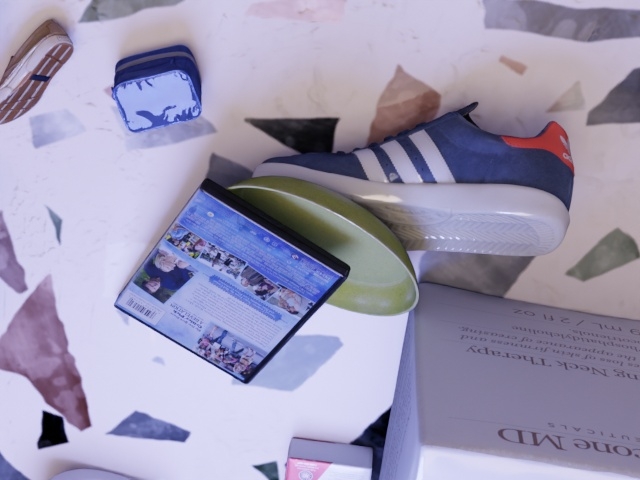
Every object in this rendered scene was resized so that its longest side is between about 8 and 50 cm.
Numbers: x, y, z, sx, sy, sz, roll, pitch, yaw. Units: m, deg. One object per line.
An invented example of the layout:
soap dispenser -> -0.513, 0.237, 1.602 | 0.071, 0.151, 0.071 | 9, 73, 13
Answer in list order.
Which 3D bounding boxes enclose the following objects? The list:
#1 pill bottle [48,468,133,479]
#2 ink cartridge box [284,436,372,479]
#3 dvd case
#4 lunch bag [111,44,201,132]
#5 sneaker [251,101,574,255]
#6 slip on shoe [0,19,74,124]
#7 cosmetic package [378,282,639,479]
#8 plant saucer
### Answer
pill bottle -> -0.282, 0.419, 1.890 | 0.152, 0.152, 0.272 | 15, 110, -2
ink cartridge box -> 0.004, 0.306, 1.881 | 0.099, 0.056, 0.135 | 8, 111, 1
dvd case -> -0.100, 0.050, 1.748 | 0.180, 0.022, 0.253 | 31, 138, -9
lunch bag -> -0.175, -0.162, 1.711 | 0.098, 0.065, 0.067 | -11, 125, 6
sneaker -> 0.101, -0.075, 1.710 | 0.350, 0.148, 0.131 | 6, 153, 20
slip on shoe -> -0.317, -0.179, 1.727 | 0.135, 0.051, 0.041 | -46, 62, 25
cosmetic package -> 0.229, 0.285, 1.682 | 0.329, 0.394, 0.327 | 9, 111, -1
plant saucer -> 0.000, 0.000, 1.708 | 0.241, 0.241, 0.037 | 30, 67, -8
